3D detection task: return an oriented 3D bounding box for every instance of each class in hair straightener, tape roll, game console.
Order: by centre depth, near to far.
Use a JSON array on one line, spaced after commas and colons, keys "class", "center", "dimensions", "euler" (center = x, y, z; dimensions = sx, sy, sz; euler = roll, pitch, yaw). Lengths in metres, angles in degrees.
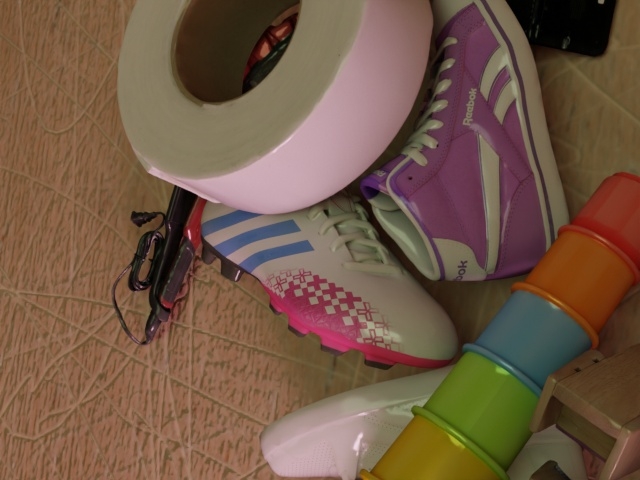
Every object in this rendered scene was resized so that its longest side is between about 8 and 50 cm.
[{"class": "tape roll", "center": [-0.047, -0.169, 0.886], "dimensions": [0.286, 0.100, 0.286], "euler": [-13, 67, 34]}, {"class": "game console", "center": [0.213, -0.230, 0.929], "dimensions": [0.107, 0.071, 0.122], "euler": [12, 86, 0]}, {"class": "hair straightener", "center": [-0.164, 0.000, 1.080], "dimensions": [0.089, 0.047, 0.230], "euler": [23, 96, 30]}]

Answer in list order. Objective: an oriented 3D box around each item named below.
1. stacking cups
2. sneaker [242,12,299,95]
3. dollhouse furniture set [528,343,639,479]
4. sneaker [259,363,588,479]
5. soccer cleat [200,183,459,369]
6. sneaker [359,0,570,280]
[{"class": "stacking cups", "center": [0.166, 0.088, 0.777], "dimensions": [0.096, 0.096, 0.316], "euler": [35, 76, 29]}, {"class": "sneaker", "center": [0.033, -0.198, 0.973], "dimensions": [0.276, 0.097, 0.135], "euler": [-40, 64, 19]}, {"class": "dollhouse furniture set", "center": [0.284, 0.270, 0.746], "dimensions": [0.286, 0.198, 0.303], "euler": [35, 123, 35]}, {"class": "sneaker", "center": [0.084, 0.207, 0.861], "dimensions": [0.292, 0.108, 0.169], "euler": [-19, 69, 23]}, {"class": "soccer cleat", "center": [0.000, 0.000, 0.906], "dimensions": [0.331, 0.116, 0.143], "euler": [28, 107, 44]}, {"class": "sneaker", "center": [0.105, -0.101, 0.871], "dimensions": [0.161, 0.102, 0.282], "euler": [-9, 71, -12]}]
